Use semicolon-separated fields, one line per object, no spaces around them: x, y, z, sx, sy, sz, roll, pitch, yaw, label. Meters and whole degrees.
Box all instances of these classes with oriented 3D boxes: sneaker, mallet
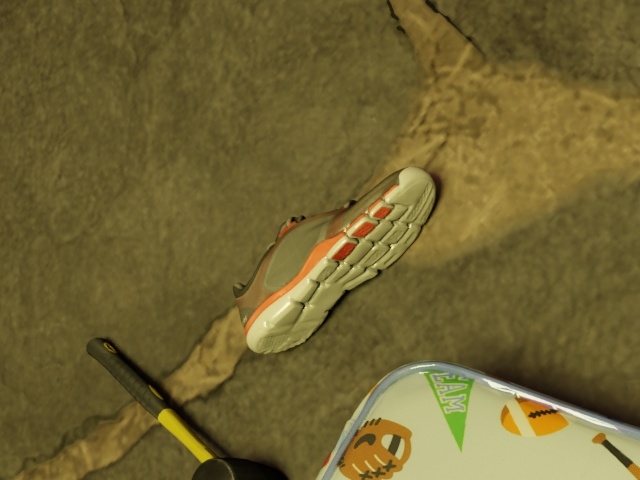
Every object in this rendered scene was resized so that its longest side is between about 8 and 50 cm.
0.000;0.000;0.731;0.158;0.061;0.065;-42;57;14;sneaker
-0.090;0.121;0.772;0.189;0.062;0.039;38;97;44;mallet

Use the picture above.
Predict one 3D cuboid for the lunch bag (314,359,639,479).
0.081;0.222;0.550;0.243;0.115;0.303;19;66;18;lunch bag
